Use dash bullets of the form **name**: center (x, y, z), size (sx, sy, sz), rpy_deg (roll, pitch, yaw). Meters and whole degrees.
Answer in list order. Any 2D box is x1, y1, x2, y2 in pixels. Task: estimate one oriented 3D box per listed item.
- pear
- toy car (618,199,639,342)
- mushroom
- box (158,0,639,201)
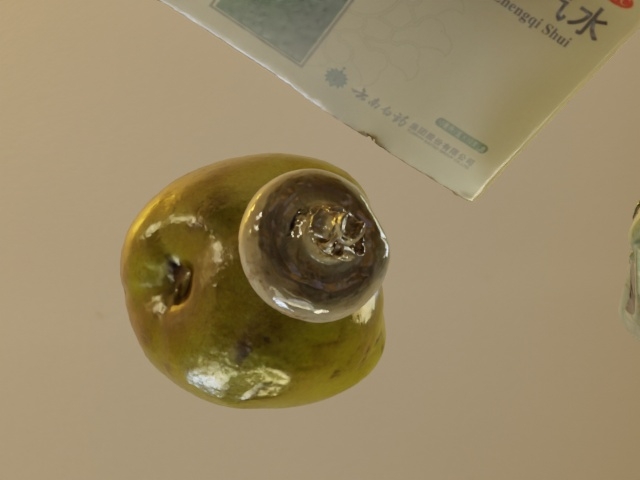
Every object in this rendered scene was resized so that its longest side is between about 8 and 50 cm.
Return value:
- **pear**: center (-0.046, 0.033, 1.067), size (0.200, 0.200, 0.200), rpy_deg (-1, -86, -23)
- **toy car**: center (0.222, 0.031, 0.860), size (0.095, 0.205, 0.056), rpy_deg (33, -103, 20)
- **mushroom**: center (0.000, 0.000, 0.774), size (0.085, 0.079, 0.085), rpy_deg (3, -102, -13)
- **box**: center (0.046, -0.148, 0.732), size (0.212, 0.095, 0.168), rpy_deg (32, -55, -12)
